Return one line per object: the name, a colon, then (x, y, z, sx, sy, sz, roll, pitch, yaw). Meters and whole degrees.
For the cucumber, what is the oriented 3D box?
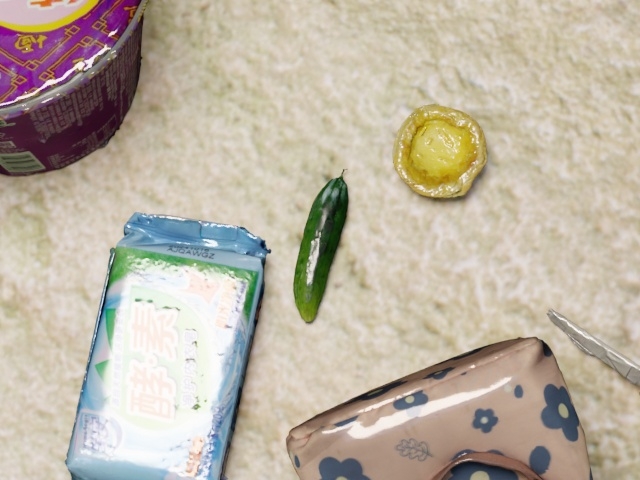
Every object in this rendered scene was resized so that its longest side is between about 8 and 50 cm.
cucumber: (0.000, 0.000, 1.220, 0.039, 0.039, 0.167, 14, 77, 2)

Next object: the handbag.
handbag: (0.117, 0.212, 1.095, 0.252, 0.190, 0.193, -22, 83, 1)

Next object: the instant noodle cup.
instant noodle cup: (-0.308, -0.224, 1.154, 0.340, 0.266, 0.339, 0, 76, -1)

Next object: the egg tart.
egg tart: (0.122, -0.089, 1.246, 0.105, 0.039, 0.105, 1, 75, -2)

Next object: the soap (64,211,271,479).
soap: (-0.146, 0.120, 1.163, 0.156, 0.077, 0.293, 9, 75, 1)

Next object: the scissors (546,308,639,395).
scissors: (0.307, 0.131, 1.179, 0.212, 0.110, 0.021, 35, 47, 21)
